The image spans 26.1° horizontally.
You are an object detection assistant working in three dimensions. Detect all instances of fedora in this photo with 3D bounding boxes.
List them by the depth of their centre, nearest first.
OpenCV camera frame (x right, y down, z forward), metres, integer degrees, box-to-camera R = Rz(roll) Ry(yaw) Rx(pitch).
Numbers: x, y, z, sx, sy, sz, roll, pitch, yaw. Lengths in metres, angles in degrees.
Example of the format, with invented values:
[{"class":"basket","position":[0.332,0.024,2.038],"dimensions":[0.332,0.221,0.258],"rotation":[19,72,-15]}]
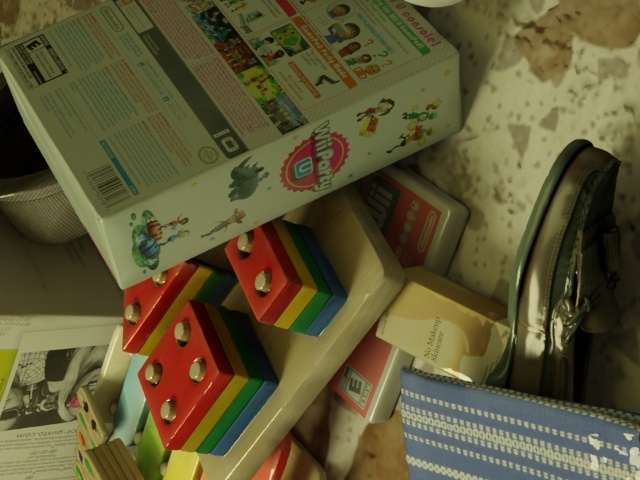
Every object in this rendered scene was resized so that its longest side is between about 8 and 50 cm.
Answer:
[{"class":"fedora","position":[-0.249,-0.089,1.374],"dimensions":[0.244,0.275,0.124],"rotation":[6,137,32]}]

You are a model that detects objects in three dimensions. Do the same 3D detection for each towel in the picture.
[{"class":"towel","position":[0.161,0.261,0.960],"dimensions":[0.243,0.040,0.336],"rotation":[6,108,52]}]

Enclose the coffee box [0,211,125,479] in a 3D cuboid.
[{"class":"coffee box","position":[-0.422,0.082,1.471],"dimensions":[0.337,0.338,0.334],"rotation":[55,128,35]}]

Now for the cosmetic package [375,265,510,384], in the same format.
[{"class":"cosmetic package","position":[0.104,0.069,1.065],"dimensions":[0.115,0.041,0.060],"rotation":[24,109,34]}]

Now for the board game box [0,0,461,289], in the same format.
[{"class":"board game box","position":[-0.073,-0.121,1.100],"dimensions":[0.224,0.303,0.097],"rotation":[54,164,36]}]

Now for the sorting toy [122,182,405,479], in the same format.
[{"class":"sorting toy","position":[-0.078,0.033,1.167],"dimensions":[0.257,0.089,0.255],"rotation":[-54,40,24]}]

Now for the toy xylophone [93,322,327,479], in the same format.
[{"class":"toy xylophone","position":[-0.111,0.228,1.301],"dimensions":[0.323,0.081,0.236],"rotation":[30,112,46]}]

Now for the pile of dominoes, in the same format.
[{"class":"pile of dominoes","position":[-0.218,0.289,1.384],"dimensions":[0.196,0.040,0.251],"rotation":[52,147,32]}]

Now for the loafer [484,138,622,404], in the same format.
[{"class":"loafer","position":[0.179,0.063,0.976],"dimensions":[0.084,0.096,0.267],"rotation":[24,116,27]}]

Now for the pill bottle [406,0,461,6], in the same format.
[{"class":"pill bottle","position":[0.179,-0.288,0.877],"dimensions":[0.363,0.210,0.210],"rotation":[-18,75,49]}]

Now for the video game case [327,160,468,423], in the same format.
[{"class":"video game case","position":[0.000,0.000,1.221],"dimensions":[0.285,0.025,0.204],"rotation":[39,118,43]}]
